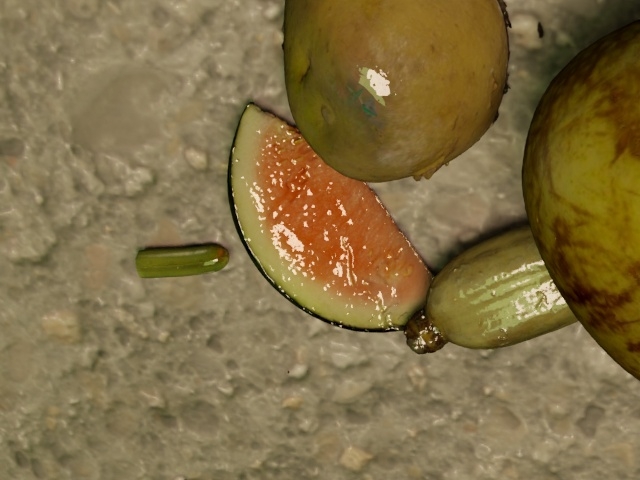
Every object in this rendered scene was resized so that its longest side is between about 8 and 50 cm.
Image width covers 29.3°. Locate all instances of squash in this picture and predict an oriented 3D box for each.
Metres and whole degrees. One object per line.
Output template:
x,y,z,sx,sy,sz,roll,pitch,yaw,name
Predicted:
-0.120,0.018,1.081,0.083,0.027,0.027,-3,117,15,squash

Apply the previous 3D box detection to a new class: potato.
0.044,-0.125,0.914,0.182,0.117,0.202,5,120,15,potato

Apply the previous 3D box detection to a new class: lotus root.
0.151,0.040,0.993,0.183,0.077,0.090,-25,98,16,lotus root

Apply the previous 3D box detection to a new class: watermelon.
0.001,-0.002,1.026,0.245,0.063,0.119,44,97,-11,watermelon

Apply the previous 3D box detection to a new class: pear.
0.273,-0.024,0.817,0.283,0.283,0.284,6,119,11,pear
